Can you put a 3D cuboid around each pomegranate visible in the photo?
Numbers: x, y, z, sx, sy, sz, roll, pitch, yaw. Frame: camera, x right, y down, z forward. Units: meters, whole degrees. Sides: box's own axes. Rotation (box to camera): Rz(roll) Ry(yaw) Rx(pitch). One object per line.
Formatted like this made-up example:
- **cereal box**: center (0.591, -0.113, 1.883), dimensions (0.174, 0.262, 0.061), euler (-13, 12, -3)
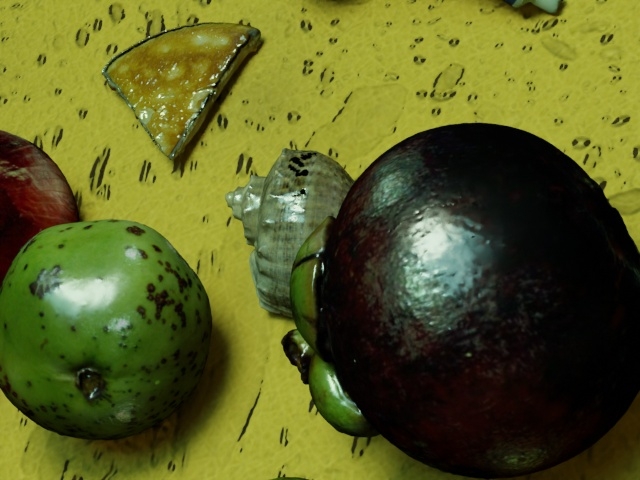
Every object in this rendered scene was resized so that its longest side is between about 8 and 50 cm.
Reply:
- **pomegranate**: center (-0.204, 0.071, 1.675), dimensions (0.214, 0.214, 0.248), euler (-28, 19, 10)

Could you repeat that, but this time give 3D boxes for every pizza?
- **pizza**: center (-0.139, -0.157, 1.867), dimensions (0.184, 0.036, 0.176), euler (-22, 55, 13)

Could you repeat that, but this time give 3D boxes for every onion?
- **onion**: center (-0.388, 0.002, 1.802), dimensions (0.272, 0.195, 0.272), euler (-9, 66, 20)

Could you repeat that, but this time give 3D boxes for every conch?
- **conch**: center (0.000, 0.000, 1.669), dimensions (0.207, 0.130, 0.155), euler (19, 105, 13)

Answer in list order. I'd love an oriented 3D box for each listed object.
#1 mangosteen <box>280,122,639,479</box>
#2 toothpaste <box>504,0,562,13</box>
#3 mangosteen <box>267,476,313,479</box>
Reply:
- **mangosteen**: center (0.117, 0.058, 1.428), dimensions (0.300, 0.300, 0.300), euler (-14, 55, 21)
- **toothpaste**: center (0.118, -0.298, 1.715), dimensions (0.268, 0.069, 0.047), euler (32, 54, -2)
- **mangosteen**: center (-0.032, 0.323, 1.366), dimensions (0.297, 0.313, 0.297), euler (7, 100, 44)
